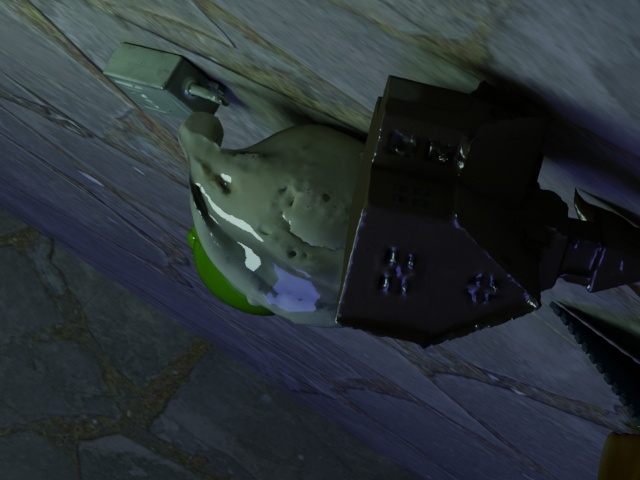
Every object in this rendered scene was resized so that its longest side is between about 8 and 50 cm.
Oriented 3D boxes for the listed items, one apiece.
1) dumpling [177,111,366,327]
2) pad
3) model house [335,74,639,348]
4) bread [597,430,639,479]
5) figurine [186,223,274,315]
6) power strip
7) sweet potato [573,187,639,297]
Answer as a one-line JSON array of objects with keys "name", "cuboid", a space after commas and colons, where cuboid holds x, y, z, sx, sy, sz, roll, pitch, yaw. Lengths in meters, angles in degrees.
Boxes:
[{"name": "dumpling", "cuboid": [0.000, 0.000, 1.701, 0.318, 0.187, 0.243, 25, 166, 5]}, {"name": "pad", "cuboid": [0.363, 0.184, 1.809, 0.270, 0.012, 0.269, 35, -167, -28]}, {"name": "model house", "cuboid": [0.152, -0.022, 1.349, 0.248, 0.176, 0.181, 12, -146, -3]}, {"name": "bread", "cuboid": [0.438, 0.311, 2.138, 0.077, 0.138, 0.361, 14, 174, -16]}, {"name": "figurine", "cuboid": [-0.028, 0.030, 2.098, 0.263, 0.143, 0.162, 20, 176, -6]}, {"name": "power strip", "cuboid": [-0.143, -0.151, 1.768, 0.175, 0.042, 0.075, 18, 163, 48]}, {"name": "sweet potato", "cuboid": [0.307, 0.050, 1.478, 0.274, 0.067, 0.067, 39, 167, -16]}]
